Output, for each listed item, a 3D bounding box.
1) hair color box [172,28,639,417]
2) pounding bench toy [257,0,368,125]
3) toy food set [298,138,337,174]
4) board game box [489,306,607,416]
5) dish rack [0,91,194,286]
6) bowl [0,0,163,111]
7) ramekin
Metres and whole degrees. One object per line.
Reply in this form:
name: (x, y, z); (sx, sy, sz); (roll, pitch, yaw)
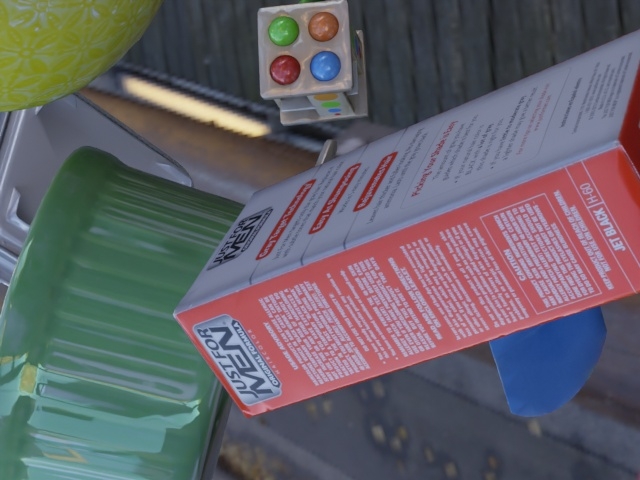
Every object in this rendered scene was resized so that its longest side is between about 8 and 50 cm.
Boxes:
hair color box: (0.034, -0.003, 0.399); (0.141, 0.072, 0.043); (-20, 113, 31)
pounding bench toy: (-0.005, -0.116, 0.802); (0.065, 0.052, 0.083); (48, -142, -74)
toy food set: (0.000, 0.000, 1.224); (0.071, 0.218, 0.128); (7, 69, 27)
board game box: (0.190, 0.069, 1.255); (0.033, 0.133, 0.169); (13, 129, 52)
dish rack: (-0.280, -0.045, 1.722); (0.072, 0.333, 0.286); (-19, 49, 36)
bowl: (-0.196, -0.237, 0.909); (0.156, 0.289, 0.290); (-7, 96, 56)
ramekin: (-0.139, 0.094, 1.043); (0.303, 0.148, 0.303); (14, -90, -89)
